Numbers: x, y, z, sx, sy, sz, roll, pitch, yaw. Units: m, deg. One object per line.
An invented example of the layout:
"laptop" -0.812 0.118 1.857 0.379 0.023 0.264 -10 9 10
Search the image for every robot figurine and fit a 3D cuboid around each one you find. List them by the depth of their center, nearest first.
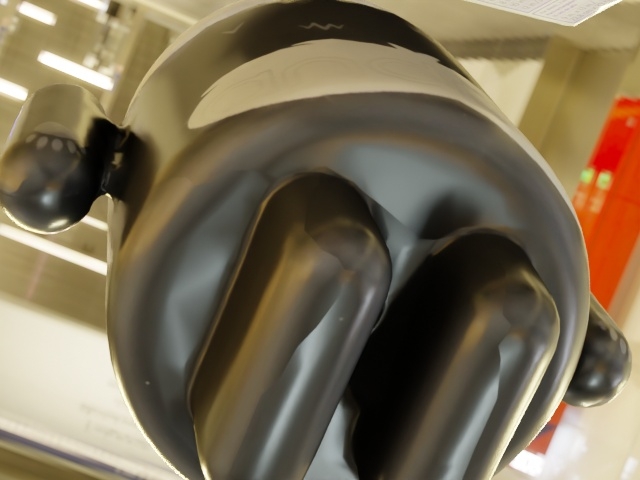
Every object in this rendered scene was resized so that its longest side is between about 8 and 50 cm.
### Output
"robot figurine" 0.001 0.003 0.520 0.209 0.173 0.278 59 -175 -23

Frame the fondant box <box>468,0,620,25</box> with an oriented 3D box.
"fondant box" 0.017 -0.254 0.610 0.330 0.238 0.096 7 165 -28
